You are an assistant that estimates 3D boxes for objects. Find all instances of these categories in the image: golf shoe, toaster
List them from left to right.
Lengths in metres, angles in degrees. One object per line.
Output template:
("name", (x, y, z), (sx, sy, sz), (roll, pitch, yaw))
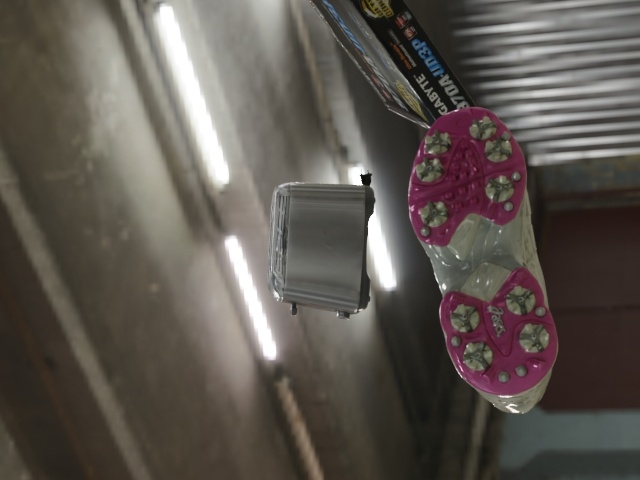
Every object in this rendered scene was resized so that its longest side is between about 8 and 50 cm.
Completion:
("toaster", (0.000, 0.000, 2.020), (0.129, 0.146, 0.227), (139, 135, -81))
("golf shoe", (0.152, 0.022, 1.288), (0.140, 0.115, 0.306), (62, -160, -58))

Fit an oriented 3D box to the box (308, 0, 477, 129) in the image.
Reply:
("box", (0.069, -0.225, 1.545), (0.220, 0.051, 0.175), (51, 174, -27))
